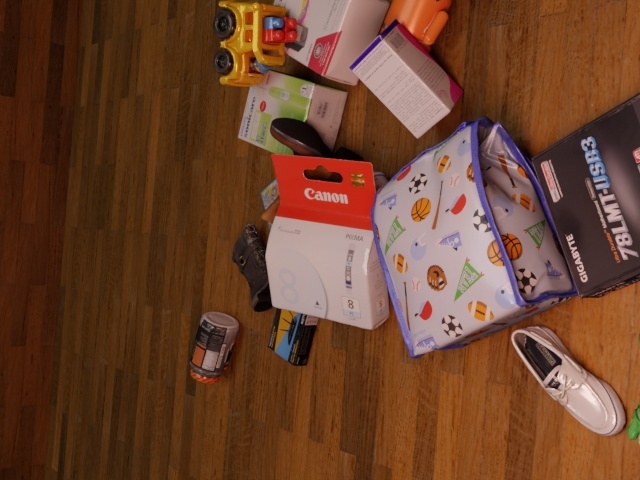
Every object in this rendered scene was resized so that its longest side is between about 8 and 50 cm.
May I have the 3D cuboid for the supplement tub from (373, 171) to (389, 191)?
[{"bbox_3d":[0.142,-0.102,1.913,0.071,0.071,0.107,-48,53,36],"label":"supplement tub"}]

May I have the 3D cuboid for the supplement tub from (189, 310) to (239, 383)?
[{"bbox_3d":[-0.315,0.315,2.379,0.117,0.117,0.191,34,112,46],"label":"supplement tub"}]

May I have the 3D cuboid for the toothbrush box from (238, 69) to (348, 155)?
[{"bbox_3d":[-0.079,-0.332,2.160,0.283,0.122,0.206,30,109,49],"label":"toothbrush box"}]

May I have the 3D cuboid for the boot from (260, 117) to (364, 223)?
[{"bbox_3d":[-0.069,-0.155,2.041,0.280,0.264,0.096,-48,33,35],"label":"boot"}]

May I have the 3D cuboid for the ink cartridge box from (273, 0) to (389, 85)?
[{"bbox_3d":[0.006,-0.560,2.075,0.306,0.131,0.226,40,117,43],"label":"ink cartridge box"}]

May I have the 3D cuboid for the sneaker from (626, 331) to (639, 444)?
[{"bbox_3d":[0.562,0.285,1.346,0.123,0.109,0.296,-17,73,44],"label":"sneaker"}]

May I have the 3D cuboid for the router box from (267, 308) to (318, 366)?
[{"bbox_3d":[-0.070,0.226,2.151,0.133,0.046,0.179,26,107,48],"label":"router box"}]

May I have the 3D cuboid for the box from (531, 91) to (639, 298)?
[{"bbox_3d":[0.546,-0.083,1.434,0.293,0.073,0.296,-32,62,43],"label":"box"}]

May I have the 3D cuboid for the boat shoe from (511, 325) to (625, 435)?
[{"bbox_3d":[0.448,0.261,1.502,0.258,0.084,0.095,48,121,41],"label":"boat shoe"}]

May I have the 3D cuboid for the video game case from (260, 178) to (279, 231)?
[{"bbox_3d":[-0.113,-0.090,2.257,0.119,0.015,0.166,-37,59,41],"label":"video game case"}]

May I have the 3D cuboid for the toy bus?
[{"bbox_3d":[-0.153,-0.503,2.072,0.211,0.149,0.220,11,103,36],"label":"toy bus"}]

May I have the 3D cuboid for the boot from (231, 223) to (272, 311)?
[{"bbox_3d":[-0.163,0.047,2.245,0.263,0.091,0.229,-49,52,38],"label":"boot"}]

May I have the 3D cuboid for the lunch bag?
[{"bbox_3d":[0.286,-0.007,1.610,0.328,0.238,0.386,-36,67,44],"label":"lunch bag"}]

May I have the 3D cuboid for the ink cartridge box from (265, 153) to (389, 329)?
[{"bbox_3d":[0.000,0.000,1.909,0.308,0.091,0.385,10,118,38],"label":"ink cartridge box"}]

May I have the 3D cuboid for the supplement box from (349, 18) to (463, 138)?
[{"bbox_3d":[0.189,-0.351,1.764,0.220,0.111,0.114,45,131,-6],"label":"supplement box"}]

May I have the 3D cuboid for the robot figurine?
[{"bbox_3d":[0.214,-0.500,1.823,0.158,0.128,0.220,29,111,16],"label":"robot figurine"}]
